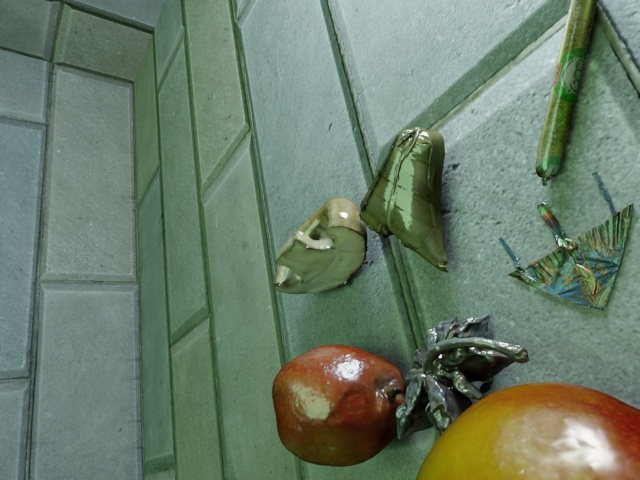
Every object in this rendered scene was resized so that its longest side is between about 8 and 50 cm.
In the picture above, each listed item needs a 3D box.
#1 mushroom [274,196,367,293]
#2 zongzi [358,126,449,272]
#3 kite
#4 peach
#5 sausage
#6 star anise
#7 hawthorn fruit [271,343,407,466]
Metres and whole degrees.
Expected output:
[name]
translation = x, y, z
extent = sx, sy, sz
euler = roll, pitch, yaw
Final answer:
[mushroom]
translation = 0.000, 0.000, 0.953
extent = 0.286, 0.156, 0.151
euler = -42, 33, 45
[zongzi]
translation = 0.170, -0.070, 0.751
extent = 0.197, 0.099, 0.194
euler = 42, 120, 38
[kite]
translation = 0.317, 0.016, 0.593
extent = 0.183, 0.010, 0.160
euler = -45, 50, 43
[peach]
translation = 0.239, 0.283, 0.416
extent = 0.332, 0.308, 0.307
euler = -37, 55, 53
[sausage]
translation = 0.318, -0.204, 0.603
extent = 0.033, 0.033, 0.269
euler = 18, 101, 55
[star anise]
translation = 0.184, 0.183, 0.654
extent = 0.231, 0.089, 0.209
euler = -60, 13, 29
[hawthorn fruit]
translation = 0.048, 0.272, 0.782
extent = 0.262, 0.211, 0.210
euler = -22, 67, 45
